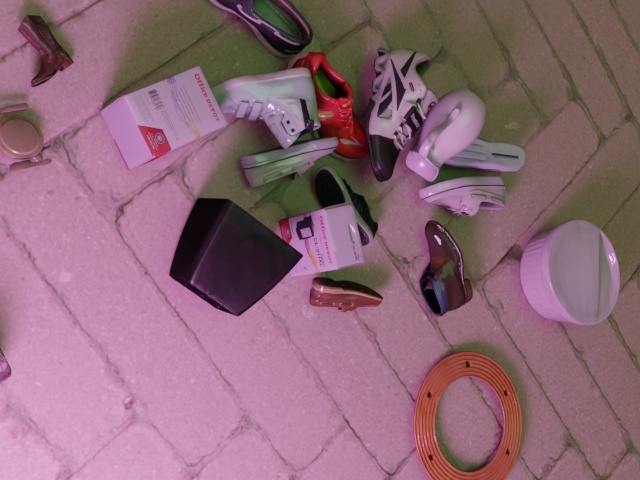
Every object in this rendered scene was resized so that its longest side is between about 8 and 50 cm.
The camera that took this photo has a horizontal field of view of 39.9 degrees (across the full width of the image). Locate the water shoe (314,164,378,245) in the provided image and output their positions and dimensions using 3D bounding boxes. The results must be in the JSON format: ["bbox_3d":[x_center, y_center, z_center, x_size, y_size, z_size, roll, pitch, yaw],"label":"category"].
[{"bbox_3d":[0.055,-0.083,1.937,0.203,0.073,0.080,60,36,-16],"label":"water shoe"}]

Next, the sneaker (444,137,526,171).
[{"bbox_3d":[0.366,-0.207,2.143,0.258,0.091,0.094,13,80,-10],"label":"sneaker"}]

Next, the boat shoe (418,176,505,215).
[{"bbox_3d":[0.346,-0.100,2.111,0.268,0.096,0.088,-5,81,-42],"label":"boat shoe"}]

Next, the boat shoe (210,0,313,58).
[{"bbox_3d":[-0.139,-0.510,1.848,0.303,0.091,0.114,35,65,-25],"label":"boat shoe"}]

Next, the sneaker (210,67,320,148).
[{"bbox_3d":[-0.121,-0.253,1.781,0.256,0.094,0.151,-15,83,-14],"label":"sneaker"}]

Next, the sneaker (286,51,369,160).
[{"bbox_3d":[0.032,-0.285,1.903,0.279,0.118,0.107,53,58,-26],"label":"sneaker"}]

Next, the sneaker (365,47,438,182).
[{"bbox_3d":[0.185,-0.287,1.968,0.122,0.146,0.330,51,44,-66],"label":"sneaker"}]

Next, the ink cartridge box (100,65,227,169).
[{"bbox_3d":[-0.297,-0.233,1.679,0.176,0.127,0.128,-29,98,-33],"label":"ink cartridge box"}]

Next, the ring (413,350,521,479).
[{"bbox_3d":[0.342,0.428,2.060,0.337,0.032,0.336,5,80,-32],"label":"ring"}]

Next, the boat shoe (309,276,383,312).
[{"bbox_3d":[0.052,0.123,1.903,0.178,0.064,0.060,11,107,-31],"label":"boat shoe"}]

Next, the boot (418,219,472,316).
[{"bbox_3d":[0.274,0.068,2.039,0.106,0.082,0.219,-32,102,-35],"label":"boot"}]

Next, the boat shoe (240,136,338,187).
[{"bbox_3d":[-0.062,-0.165,1.864,0.226,0.083,0.075,-16,102,-22],"label":"boat shoe"}]

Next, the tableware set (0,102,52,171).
[{"bbox_3d":[-0.580,-0.164,1.537,0.194,0.039,0.128,-19,81,-40],"label":"tableware set"}]

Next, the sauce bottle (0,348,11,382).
[{"bbox_3d":[-0.658,0.263,1.372,0.344,0.111,0.111,-35,102,-34],"label":"sauce bottle"}]

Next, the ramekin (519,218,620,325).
[{"bbox_3d":[0.626,0.086,2.243,0.273,0.127,0.272,6,79,-32],"label":"ramekin"}]

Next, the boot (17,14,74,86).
[{"bbox_3d":[-0.519,-0.347,1.603,0.114,0.037,0.106,56,45,-18],"label":"boot"}]

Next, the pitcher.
[{"bbox_3d":[0.287,-0.252,2.001,0.125,0.178,0.207,37,82,8],"label":"pitcher"}]

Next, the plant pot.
[{"bbox_3d":[-0.180,0.040,1.693,0.188,0.187,0.167,37,77,-24],"label":"plant pot"}]

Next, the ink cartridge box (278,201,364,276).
[{"bbox_3d":[0.000,0.000,1.811,0.072,0.175,0.127,-13,90,-34],"label":"ink cartridge box"}]
